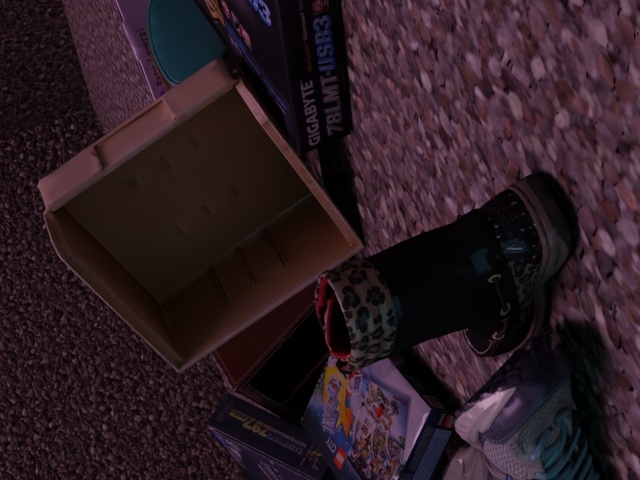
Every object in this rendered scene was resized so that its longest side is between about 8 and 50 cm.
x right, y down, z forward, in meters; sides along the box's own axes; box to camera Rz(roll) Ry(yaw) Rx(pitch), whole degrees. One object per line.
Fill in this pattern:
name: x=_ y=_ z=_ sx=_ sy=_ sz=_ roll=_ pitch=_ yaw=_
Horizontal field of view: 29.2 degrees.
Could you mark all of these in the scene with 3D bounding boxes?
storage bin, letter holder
storage bin: x=-0.133 y=-0.028 z=1.372 sx=0.260 sy=0.262 sz=0.123 roll=52 pitch=-175 yaw=-44
letter holder: x=-0.049 y=0.079 z=1.699 sx=0.152 sy=0.214 sz=0.302 roll=36 pitch=-172 yaw=-36

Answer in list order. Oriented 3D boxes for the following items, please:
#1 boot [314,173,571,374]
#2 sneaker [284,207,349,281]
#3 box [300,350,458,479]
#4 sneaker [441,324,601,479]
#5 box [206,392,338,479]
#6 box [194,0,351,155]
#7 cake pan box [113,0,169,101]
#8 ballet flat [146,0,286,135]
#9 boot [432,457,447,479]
boot: x=0.082 y=0.049 z=0.928 sx=0.236 sy=0.179 sz=0.085 roll=95 pitch=150 yaw=-64
sneaker: x=0.000 y=0.000 z=1.515 sx=0.144 sy=0.059 sz=0.053 roll=52 pitch=134 yaw=15
box: x=0.063 y=0.206 z=1.418 sx=0.159 sy=0.044 sz=0.233 roll=-67 pitch=29 yaw=15
sneaker: x=0.180 y=0.168 z=0.980 sx=0.122 sy=0.110 sz=0.283 roll=42 pitch=161 yaw=22
box: x=-0.032 y=0.306 z=1.633 sx=0.183 sy=0.059 sz=0.232 roll=21 pitch=156 yaw=27
box: x=-0.069 y=-0.285 z=1.243 sx=0.295 sy=0.073 sz=0.293 roll=58 pitch=166 yaw=36
cake pan box: x=-0.272 y=-0.323 z=1.973 sx=0.246 sy=0.070 sz=0.266 roll=-117 pitch=6 yaw=-82
ballet flat: x=-0.127 y=-0.197 z=1.622 sx=0.342 sy=0.116 sz=0.124 roll=55 pitch=-177 yaw=32
boot: x=0.084 y=0.286 z=1.571 sx=0.229 sy=0.091 sz=0.263 roll=52 pitch=163 yaw=49
